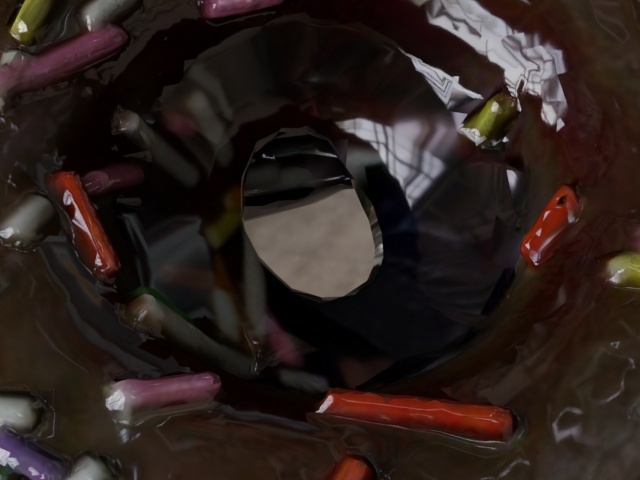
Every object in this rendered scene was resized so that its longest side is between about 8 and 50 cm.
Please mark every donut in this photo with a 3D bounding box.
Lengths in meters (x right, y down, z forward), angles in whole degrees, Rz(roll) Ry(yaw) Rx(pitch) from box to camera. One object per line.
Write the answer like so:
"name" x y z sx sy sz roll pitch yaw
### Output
"donut" 0.000 0.000 0.440 0.270 0.269 0.103 -49 -14 -22
